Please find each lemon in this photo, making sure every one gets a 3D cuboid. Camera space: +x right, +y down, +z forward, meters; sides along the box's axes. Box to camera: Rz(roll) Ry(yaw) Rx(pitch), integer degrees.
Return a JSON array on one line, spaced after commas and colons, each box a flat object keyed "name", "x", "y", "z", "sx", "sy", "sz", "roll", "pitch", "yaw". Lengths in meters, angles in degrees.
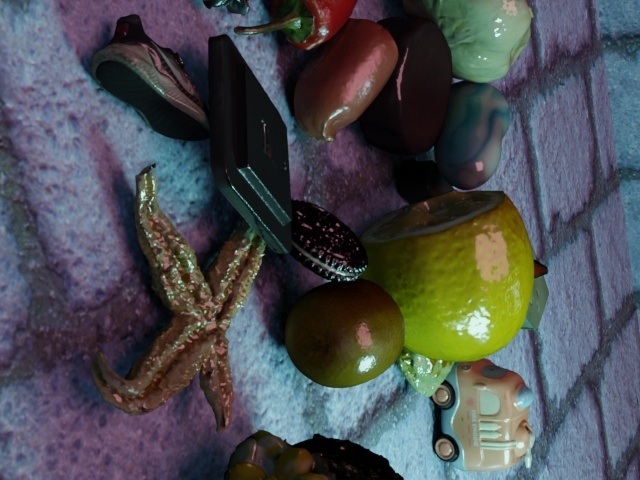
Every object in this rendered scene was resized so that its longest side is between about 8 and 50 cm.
[{"name": "lemon", "x": 0.258, "y": 0.085, "z": 1.768, "sx": 0.364, "sy": 0.364, "sz": 0.364, "roll": 6, "pitch": 83, "yaw": -56}]

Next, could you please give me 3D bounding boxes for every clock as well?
[{"name": "clock", "x": -0.100, "y": -0.148, "z": 1.401, "sx": 0.273, "sy": 0.049, "sz": 0.278, "roll": 53, "pitch": 29, "yaw": -59}]

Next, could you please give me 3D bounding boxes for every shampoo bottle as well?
[{"name": "shampoo bottle", "x": 0.250, "y": -0.100, "z": 2.005, "sx": 0.246, "sy": 0.079, "sz": 0.080, "roll": 44, "pitch": 51, "yaw": -45}]

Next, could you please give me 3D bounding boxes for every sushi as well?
[{"name": "sushi", "x": -0.056, "y": 0.433, "z": 1.324, "sx": 0.285, "sy": 0.327, "sz": 0.328, "roll": 23, "pitch": 23, "yaw": -26}]

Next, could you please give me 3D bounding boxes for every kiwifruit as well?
[{"name": "kiwifruit", "x": 0.048, "y": 0.160, "z": 1.583, "sx": 0.234, "sy": 0.196, "sz": 0.195, "roll": -26, "pitch": 109, "yaw": -59}]

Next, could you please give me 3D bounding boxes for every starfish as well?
[{"name": "starfish", "x": -0.197, "y": 0.064, "z": 1.319, "sx": 0.324, "sy": 0.083, "sz": 0.431, "roll": 36, "pitch": 55, "yaw": -48}]

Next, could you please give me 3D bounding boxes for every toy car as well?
[{"name": "toy car", "x": 0.388, "y": 0.401, "z": 2.057, "sx": 0.181, "sy": 0.213, "sz": 0.270, "roll": -6, "pitch": 93, "yaw": -56}]

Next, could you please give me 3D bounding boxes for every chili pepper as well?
[{"name": "chili pepper", "x": -0.016, "y": -0.409, "z": 1.579, "sx": 0.131, "sy": 0.135, "sz": 0.338, "roll": 75, "pitch": 31, "yaw": -43}]

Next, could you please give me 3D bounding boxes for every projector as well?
[{"name": "projector", "x": 0.525, "y": 0.116, "z": 2.397, "sx": 0.269, "sy": 0.088, "sz": 0.193, "roll": 60, "pitch": 44, "yaw": -34}]

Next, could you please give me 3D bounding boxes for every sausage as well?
[{"name": "sausage", "x": 0.047, "y": -0.303, "z": 1.636, "sx": 0.254, "sy": 0.148, "sz": 0.148, "roll": -54, "pitch": 133, "yaw": -19}]

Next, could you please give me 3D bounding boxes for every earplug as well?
[{"name": "earplug", "x": 0.325, "y": -0.212, "z": 1.943, "sx": 0.324, "sy": 0.185, "sz": 0.185, "roll": -73, "pitch": 146, "yaw": -60}]

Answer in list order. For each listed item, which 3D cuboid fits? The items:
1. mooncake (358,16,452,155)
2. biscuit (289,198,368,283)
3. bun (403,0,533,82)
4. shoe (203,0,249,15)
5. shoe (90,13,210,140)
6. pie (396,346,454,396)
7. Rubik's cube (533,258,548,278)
[{"name": "mooncake", "x": 0.162, "y": -0.316, "z": 1.835, "sx": 0.283, "sy": 0.141, "sz": 0.282, "roll": -19, "pitch": 112, "yaw": -55}, {"name": "biscuit", "x": 0.000, "y": 0.000, "z": 1.554, "sx": 0.195, "sy": 0.194, "sz": 0.053, "roll": -1, "pitch": 132, "yaw": -57}, {"name": "bun", "x": 0.303, "y": -0.500, "z": 1.947, "sx": 0.213, "sy": 0.361, "sz": 0.361, "roll": -40, "pitch": 135, "yaw": 3}, {"name": "shoe", "x": -0.142, "y": -0.412, "z": 1.450, "sx": 0.169, "sy": 0.071, "sz": 0.099, "roll": -38, "pitch": 122, "yaw": -46}, {"name": "shoe", "x": -0.228, "y": -0.232, "z": 1.287, "sx": 0.227, "sy": 0.099, "sz": 0.112, "roll": 36, "pitch": 51, "yaw": -49}, {"name": "pie", "x": 0.249, "y": 0.216, "z": 1.959, "sx": 0.201, "sy": 0.090, "sz": 0.248, "roll": 55, "pitch": 52, "yaw": -34}, {"name": "Rubik's cube", "x": 0.373, "y": 0.032, "z": 2.192, "sx": 0.250, "sy": 0.284, "sz": 0.234, "roll": 25, "pitch": 41, "yaw": -80}]
